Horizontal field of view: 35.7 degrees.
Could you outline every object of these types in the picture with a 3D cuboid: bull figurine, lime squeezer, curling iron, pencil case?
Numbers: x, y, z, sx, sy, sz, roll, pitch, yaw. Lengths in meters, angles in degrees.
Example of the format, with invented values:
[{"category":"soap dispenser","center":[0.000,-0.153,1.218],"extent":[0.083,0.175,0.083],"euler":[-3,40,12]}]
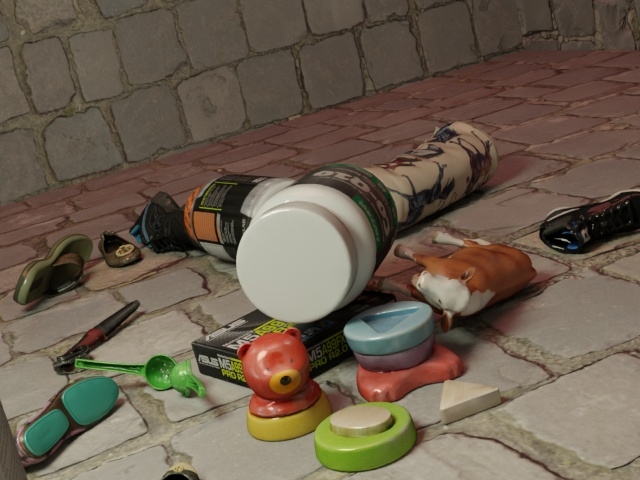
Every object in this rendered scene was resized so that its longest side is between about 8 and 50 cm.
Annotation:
[{"category":"bull figurine","center":[0.213,0.058,1.569],"extent":[0.188,0.101,0.310],"euler":[22,19,37]},{"category":"lime squeezer","center":[-0.243,0.204,1.541],"extent":[0.310,0.059,0.110],"euler":[5,-16,43]},{"category":"curling iron","center":[-0.409,0.180,1.861],"extent":[0.068,0.035,0.274],"euler":[-3,19,21]},{"category":"pencil case","center":[0.211,-0.135,2.197],"extent":[0.183,0.160,0.410],"euler":[22,35,37]}]

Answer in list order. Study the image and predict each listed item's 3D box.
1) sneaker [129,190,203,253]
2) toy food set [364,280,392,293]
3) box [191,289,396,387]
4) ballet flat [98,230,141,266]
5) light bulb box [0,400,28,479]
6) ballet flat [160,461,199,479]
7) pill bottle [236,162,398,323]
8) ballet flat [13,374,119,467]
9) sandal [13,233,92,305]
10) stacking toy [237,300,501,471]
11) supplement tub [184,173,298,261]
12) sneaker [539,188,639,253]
[{"category":"sneaker","center":[-0.352,-0.015,2.404],"extent":[0.140,0.125,0.340],"euler":[-46,27,-13]},{"category":"toy food set","center":[0.067,0.093,1.789],"extent":[0.122,0.019,0.078],"euler":[-5,18,29]},{"category":"box","center":[-0.038,0.151,1.604],"extent":[0.270,0.060,0.216],"euler":[-25,20,-35]},{"category":"ballet flat","center":[-0.505,0.016,2.465],"extent":[0.084,0.058,0.250],"euler":[-20,17,-19]},{"category":"light bulb box","center":[-0.466,0.281,0.954],"extent":[0.357,0.361,0.225],"euler":[-18,16,-15]},{"category":"ballet flat","center":[-0.181,0.310,1.188],"extent":[0.057,0.049,0.173],"euler":[-10,16,9]},{"category":"pill bottle","center":[0.000,0.000,1.573],"extent":[0.204,0.204,0.361],"euler":[-9,11,14]},{"category":"ballet flat","center":[-0.394,0.269,1.489],"extent":[0.079,0.077,0.221],"euler":[-27,7,31]},{"category":"sandal","center":[-0.595,0.080,2.274],"extent":[0.086,0.120,0.303],"euler":[18,24,7]},{"category":"stacking toy","center":[0.060,0.169,1.329],"extent":[0.308,0.131,0.279],"euler":[-21,17,-24]},{"category":"supplement tub","center":[-0.151,-0.044,2.129],"extent":[0.193,0.194,0.316],"euler":[-24,19,-32]},{"category":"sneaker","center":[0.494,-0.024,1.754],"extent":[0.216,0.079,0.121],"euler":[-14,17,29]}]
